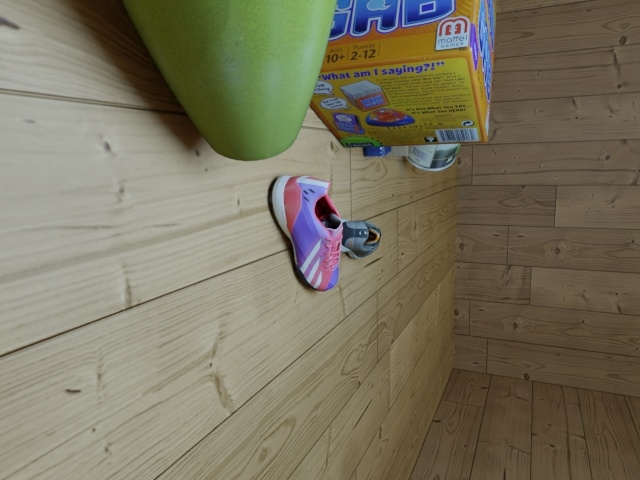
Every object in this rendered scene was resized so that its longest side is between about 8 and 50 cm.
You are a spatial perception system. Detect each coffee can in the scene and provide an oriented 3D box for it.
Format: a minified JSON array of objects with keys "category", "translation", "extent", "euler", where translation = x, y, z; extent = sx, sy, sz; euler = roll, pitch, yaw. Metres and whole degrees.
[{"category":"coffee can","translation":[0.406,-0.404,1.617],"extent":[0.275,0.201,0.202],"euler":[92,14,-60]}]

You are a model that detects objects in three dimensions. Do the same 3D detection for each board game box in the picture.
[{"category":"board game box","translation":[0.178,-0.443,1.019],"extent":[0.356,0.356,0.357],"euler":[31,64,-63]}]

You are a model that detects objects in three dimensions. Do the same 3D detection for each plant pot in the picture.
[{"category":"plant pot","translation":[-0.101,-0.259,0.591],"extent":[0.294,0.274,0.275],"euler":[89,19,-49]}]

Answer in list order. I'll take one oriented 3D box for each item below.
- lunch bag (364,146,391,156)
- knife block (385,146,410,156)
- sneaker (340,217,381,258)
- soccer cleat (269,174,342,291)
[{"category":"lunch bag","translation":[0.167,-0.285,1.360],"extent":[0.098,0.067,0.065],"euler":[-44,132,-58]},{"category":"knife block","translation":[0.215,-0.419,1.427],"extent":[0.242,0.088,0.276],"euler":[19,76,-64]},{"category":"sneaker","translation":[0.116,-0.002,1.236],"extent":[0.271,0.107,0.101],"euler":[8,84,-67]},{"category":"soccer cleat","translation":[0.000,0.000,0.966],"extent":[0.318,0.116,0.109],"euler":[69,34,-42]}]
